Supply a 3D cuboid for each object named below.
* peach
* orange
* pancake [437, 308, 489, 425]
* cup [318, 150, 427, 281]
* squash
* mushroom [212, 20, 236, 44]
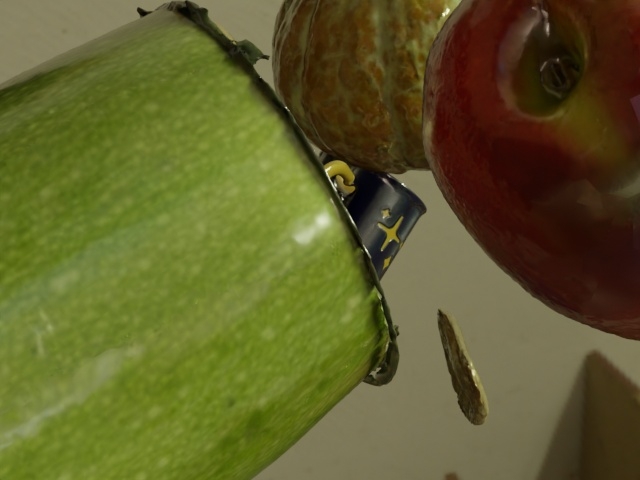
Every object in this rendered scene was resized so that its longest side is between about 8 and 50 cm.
[{"bbox_3d":[0.231,-0.070,0.936,0.281,0.338,0.281,-12,-111,34],"label":"peach"},{"bbox_3d":[0.103,-0.215,1.462,0.329,0.329,0.249,-136,-142,-58],"label":"orange"},{"bbox_3d":[0.166,0.149,1.529,0.151,0.025,0.152,164,-90,-88],"label":"pancake"},{"bbox_3d":[-0.010,-0.003,1.861,0.178,0.256,0.255,21,-15,49],"label":"cup"},{"bbox_3d":[-0.169,0.068,0.687,0.263,0.384,0.263,48,-19,23],"label":"squash"},{"bbox_3d":[-0.193,-0.105,1.299,0.122,0.328,0.159,48,-25,1],"label":"mushroom"}]
